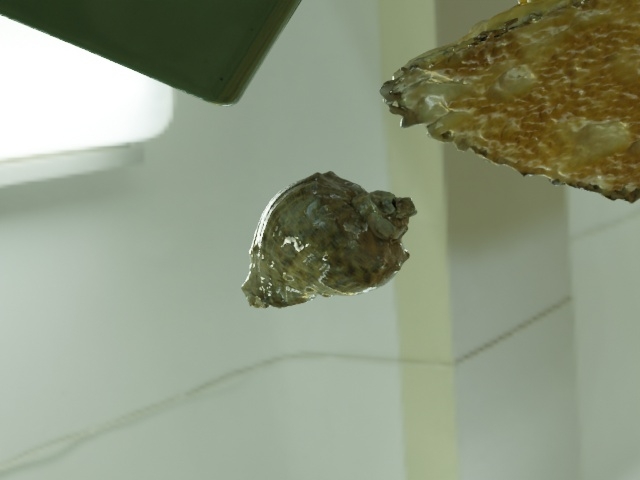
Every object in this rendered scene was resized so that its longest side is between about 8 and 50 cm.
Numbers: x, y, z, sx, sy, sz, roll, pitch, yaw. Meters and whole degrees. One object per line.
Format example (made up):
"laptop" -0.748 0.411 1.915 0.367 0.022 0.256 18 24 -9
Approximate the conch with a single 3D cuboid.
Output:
"conch" 0.000 -0.005 2.223 0.210 0.291 0.159 66 -174 16

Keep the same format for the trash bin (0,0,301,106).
"trash bin" -0.063 -0.277 0.884 0.223 0.158 0.343 21 -65 -23

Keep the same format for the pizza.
"pizza" 0.303 -0.168 1.443 0.392 0.435 0.080 46 -157 -55
